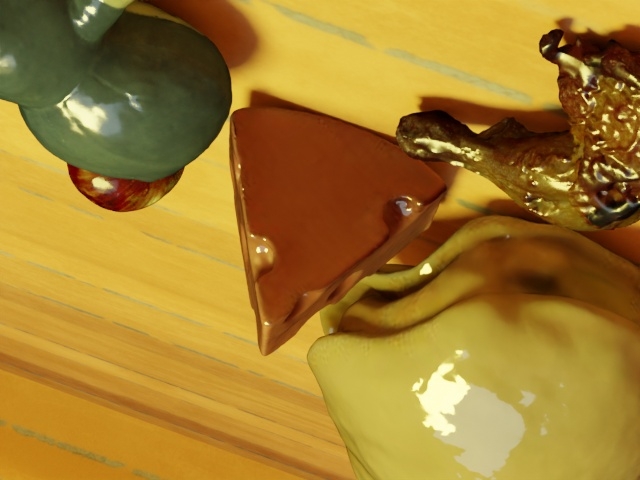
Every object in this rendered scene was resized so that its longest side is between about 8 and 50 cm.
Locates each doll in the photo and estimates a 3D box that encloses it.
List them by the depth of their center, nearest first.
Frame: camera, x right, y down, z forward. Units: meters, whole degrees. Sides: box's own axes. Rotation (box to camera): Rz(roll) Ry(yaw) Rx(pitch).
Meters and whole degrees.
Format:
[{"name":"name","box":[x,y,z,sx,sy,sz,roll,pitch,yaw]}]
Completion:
[{"name":"doll","box":[-0.184,-0.148,0.956,0.228,0.154,0.258,-6,155,44]}]

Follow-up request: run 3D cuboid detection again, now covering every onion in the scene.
[{"name":"onion","box":[-0.186,-0.081,1.172,0.117,0.118,0.119,35,156,-26]}]

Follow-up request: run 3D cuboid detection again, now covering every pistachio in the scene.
[{"name":"pistachio","box":[0.165,0.143,1.219,0.365,0.281,0.445,24,145,-5]}]

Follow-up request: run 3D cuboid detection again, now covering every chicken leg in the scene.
[{"name":"chicken leg","box":[0.191,-0.073,0.885,0.177,0.083,0.322,36,155,-17]}]

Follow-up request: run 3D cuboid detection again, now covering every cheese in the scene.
[{"name":"cheese","box":[0.019,-0.019,1.084,0.177,0.202,0.128,-8,160,-7]}]
